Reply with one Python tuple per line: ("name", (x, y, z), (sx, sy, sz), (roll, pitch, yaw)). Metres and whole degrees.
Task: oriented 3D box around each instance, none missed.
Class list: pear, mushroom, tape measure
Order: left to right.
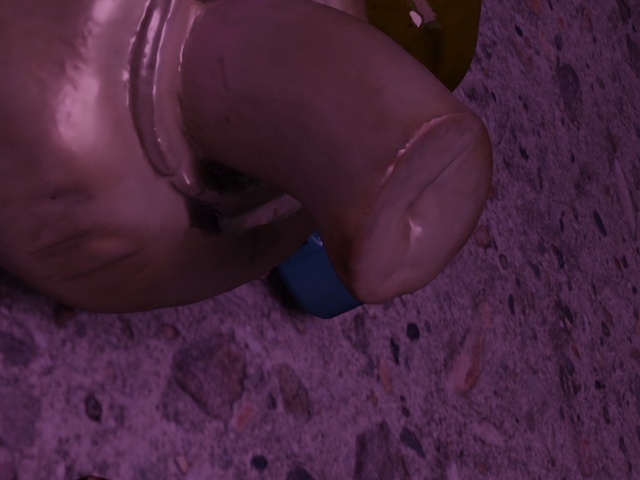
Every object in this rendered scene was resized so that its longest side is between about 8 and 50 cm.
("mushroom", (-0.083, -0.082, 0.699), (0.356, 0.315, 0.315), (53, 33, 5))
("tape measure", (0.000, 0.000, 0.947), (0.146, 0.081, 0.125), (53, 20, -33))
("pear", (0.063, -0.204, 1.047), (0.198, 0.198, 0.198), (30, 51, -46))

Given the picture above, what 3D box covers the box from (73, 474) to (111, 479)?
("box", (-0.155, 0.208, 0.590), (0.060, 0.111, 0.156), (41, 42, -28))
